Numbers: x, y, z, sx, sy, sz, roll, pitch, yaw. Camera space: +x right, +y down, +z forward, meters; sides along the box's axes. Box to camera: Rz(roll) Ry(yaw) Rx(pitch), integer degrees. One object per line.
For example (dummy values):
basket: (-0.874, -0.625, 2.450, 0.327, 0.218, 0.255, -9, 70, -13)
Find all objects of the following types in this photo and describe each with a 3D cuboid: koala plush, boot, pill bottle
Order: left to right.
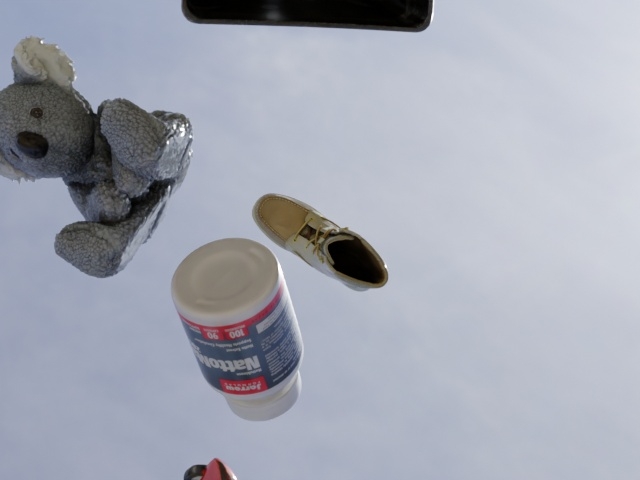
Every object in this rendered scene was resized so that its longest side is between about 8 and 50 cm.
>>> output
koala plush: (-0.267, -0.102, 1.376, 0.221, 0.196, 0.203, 26, -159, 3)
pill bottle: (-0.075, 0.094, 1.242, 0.108, 0.180, 0.108, -8, -136, 8)
boot: (0.000, 0.000, 1.776, 0.213, 0.077, 0.165, 35, 177, -3)

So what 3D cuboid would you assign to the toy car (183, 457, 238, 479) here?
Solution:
toy car: (-0.136, 0.245, 0.871, 0.053, 0.239, 0.225, 28, 175, -27)

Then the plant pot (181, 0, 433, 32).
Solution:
plant pot: (-0.017, -0.267, 0.975, 0.188, 0.187, 0.167, 1, -165, -11)
